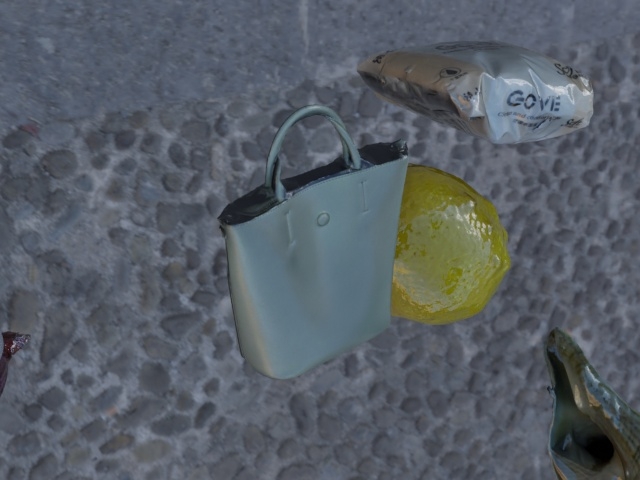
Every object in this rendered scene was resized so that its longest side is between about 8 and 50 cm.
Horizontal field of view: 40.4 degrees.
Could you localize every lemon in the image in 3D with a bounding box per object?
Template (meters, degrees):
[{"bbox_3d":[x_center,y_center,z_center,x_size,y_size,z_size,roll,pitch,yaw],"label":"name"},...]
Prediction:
[{"bbox_3d":[0.157,0.007,1.319,0.288,0.233,0.233,40,81,-27],"label":"lemon"}]

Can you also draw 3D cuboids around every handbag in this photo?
[{"bbox_3d":[0.000,0.000,0.953,0.241,0.109,0.315,-25,139,-28],"label":"handbag"}]

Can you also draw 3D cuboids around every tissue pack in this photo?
[{"bbox_3d":[0.311,-0.302,1.762,0.376,0.390,0.195,-5,112,-29],"label":"tissue pack"}]

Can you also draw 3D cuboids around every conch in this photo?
[{"bbox_3d":[0.405,0.295,1.117,0.203,0.386,0.170,-40,145,16],"label":"conch"}]

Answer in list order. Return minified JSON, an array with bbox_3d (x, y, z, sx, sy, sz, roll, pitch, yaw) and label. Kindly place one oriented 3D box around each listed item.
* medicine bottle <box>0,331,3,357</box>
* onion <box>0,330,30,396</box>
[{"bbox_3d":[-0.581,0.078,1.068,0.256,0.256,0.324,-36,104,-18],"label":"medicine bottle"},{"bbox_3d":[-0.648,0.210,1.459,0.348,0.267,0.159,-57,140,-50],"label":"onion"}]
